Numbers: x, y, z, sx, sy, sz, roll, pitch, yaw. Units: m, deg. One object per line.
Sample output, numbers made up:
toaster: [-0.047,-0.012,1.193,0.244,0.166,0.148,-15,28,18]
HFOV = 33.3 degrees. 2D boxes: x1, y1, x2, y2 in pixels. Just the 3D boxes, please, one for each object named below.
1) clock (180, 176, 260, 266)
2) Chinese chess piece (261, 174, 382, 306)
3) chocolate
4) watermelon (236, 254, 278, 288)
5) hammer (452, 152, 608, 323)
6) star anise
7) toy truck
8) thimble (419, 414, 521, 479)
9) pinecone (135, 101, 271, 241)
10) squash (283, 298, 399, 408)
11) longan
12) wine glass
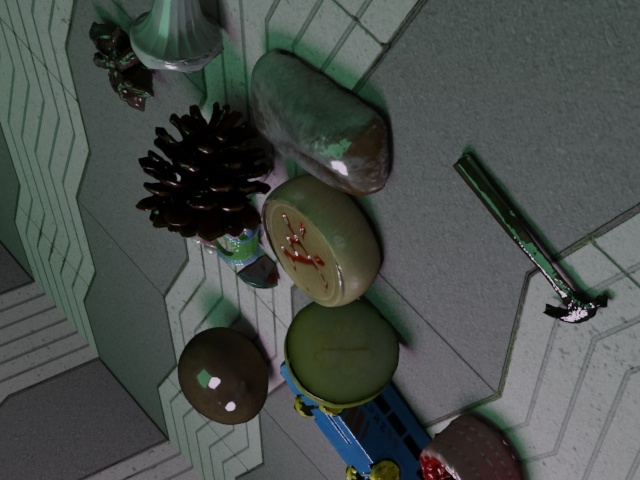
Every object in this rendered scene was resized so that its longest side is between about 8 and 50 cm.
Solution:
clock: [-0.209,-0.059,2.224,0.194,0.100,0.195,32,149,31]
Chinese chess piece: [0.000,0.000,1.942,0.250,0.103,0.249,41,151,29]
chocolate: [-0.018,-0.184,1.763,0.303,0.100,0.185,39,154,34]
watermelon: [-0.138,0.067,2.287,0.084,0.092,0.072,-4,80,51]
hammer: [0.291,-0.004,1.536,0.297,0.027,0.125,52,149,3]
star anise: [-0.407,-0.356,2.218,0.212,0.073,0.197,19,135,53]
toy truck: [0.086,0.367,2.171,0.385,0.162,0.161,54,154,-4]
thimble: [0.274,0.422,1.968,0.163,0.125,0.189,12,132,58]
pinecone: [-0.212,-0.134,1.987,0.264,0.264,0.264,39,150,28]
squash: [0.036,0.207,2.000,0.219,0.219,0.041,47,155,14]
longan: [-0.238,0.324,2.597,0.246,0.215,0.246,26,160,10]
wine glass: [-0.240,-0.401,1.802,0.165,0.165,0.196,42,146,23]
